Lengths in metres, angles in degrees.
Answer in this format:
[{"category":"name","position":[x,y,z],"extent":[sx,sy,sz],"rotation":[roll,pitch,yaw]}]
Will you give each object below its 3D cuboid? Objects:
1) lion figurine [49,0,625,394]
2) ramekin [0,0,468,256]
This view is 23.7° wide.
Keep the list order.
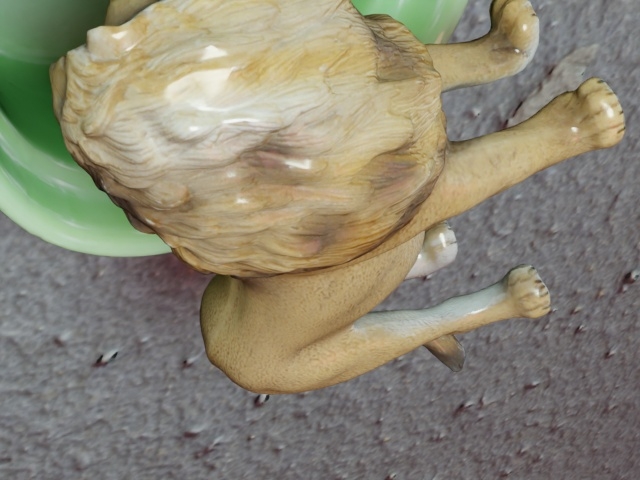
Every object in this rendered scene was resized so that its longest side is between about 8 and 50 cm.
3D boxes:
[{"category":"lion figurine","position":[0.000,0.000,0.760],"extent":[0.240,0.142,0.392],"rotation":[-21,147,-17]},{"category":"ramekin","position":[-0.075,-0.153,0.766],"extent":[0.303,0.148,0.303],"rotation":[-27,144,-21]}]
